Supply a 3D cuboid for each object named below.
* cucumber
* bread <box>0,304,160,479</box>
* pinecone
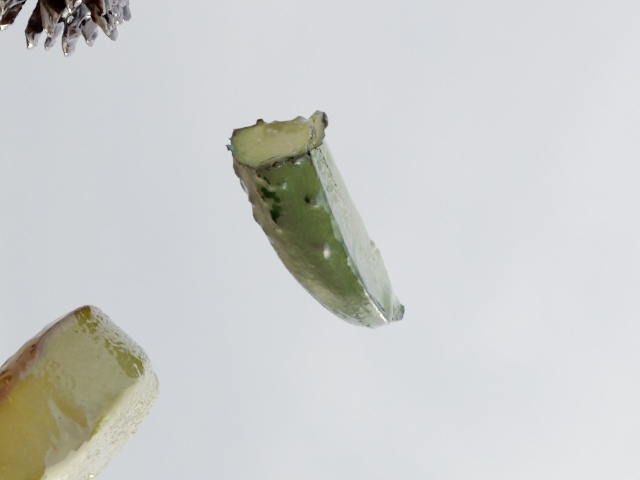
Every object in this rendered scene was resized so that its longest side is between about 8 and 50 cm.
[{"bbox_3d":[-0.003,0.002,1.887,0.325,0.145,0.105,62,35,-39],"label":"cucumber"},{"bbox_3d":[-0.295,0.193,1.757,0.148,0.270,0.270,39,-31,8],"label":"bread"},{"bbox_3d":[-0.283,-0.287,1.662,0.208,0.207,0.208,174,-90,-72],"label":"pinecone"}]
